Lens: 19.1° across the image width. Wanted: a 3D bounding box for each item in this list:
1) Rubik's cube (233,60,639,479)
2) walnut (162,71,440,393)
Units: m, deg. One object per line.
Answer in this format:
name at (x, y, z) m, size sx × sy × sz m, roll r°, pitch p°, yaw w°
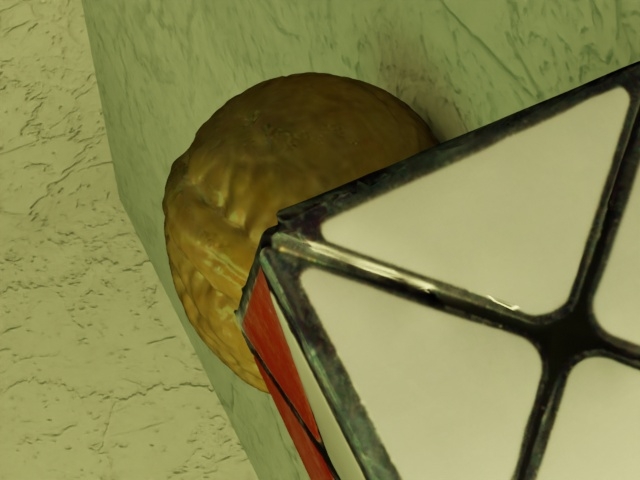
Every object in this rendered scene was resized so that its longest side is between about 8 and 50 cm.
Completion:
Rubik's cube at (0.141, 0.088, 1.291) m, size 0.305 × 0.310 × 0.307 m, roll 108°, pitch 138°, yaw -76°
walnut at (0.000, 0.000, 1.787) m, size 0.333 × 0.333 × 0.332 m, roll 158°, pitch 90°, yaw -78°
